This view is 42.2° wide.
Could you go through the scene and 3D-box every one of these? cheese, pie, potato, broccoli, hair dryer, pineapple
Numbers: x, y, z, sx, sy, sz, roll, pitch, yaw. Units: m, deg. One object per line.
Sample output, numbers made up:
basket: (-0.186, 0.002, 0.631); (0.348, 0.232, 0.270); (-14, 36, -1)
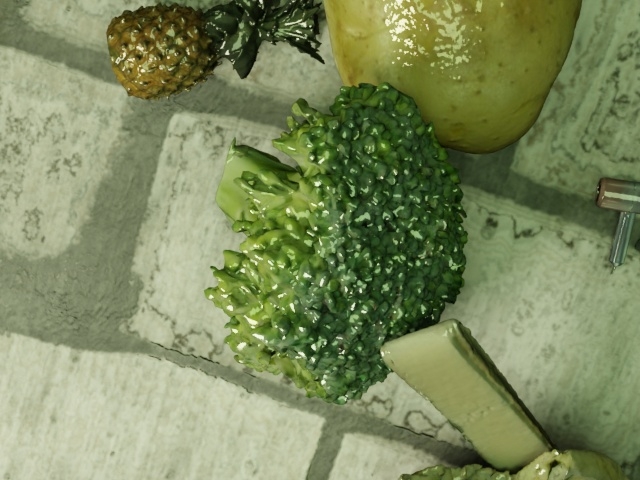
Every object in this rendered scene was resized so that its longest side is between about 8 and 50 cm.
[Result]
cheese: (0.190, 0.197, 0.905); (0.085, 0.034, 0.400); (-27, 135, 17)
pie: (0.211, 0.344, 0.976); (0.337, 0.075, 0.337); (2, 131, 2)
potato: (0.137, -0.207, 0.891); (0.285, 0.242, 0.242); (1, 99, -6)
broccoli: (0.014, 0.021, 0.884); (0.338, 0.317, 0.277); (46, 73, -28)
hair dryer: (0.350, -0.014, 0.973); (0.063, 0.037, 0.114); (9, 107, 9)
pineapple: (-0.118, -0.242, 0.975); (0.251, 0.125, 0.125); (-11, 97, 4)

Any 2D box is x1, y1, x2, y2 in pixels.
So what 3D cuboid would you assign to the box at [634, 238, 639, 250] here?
box: (0.526, 0.008, 0.941); (0.270, 0.045, 0.211); (33, 101, 3)
